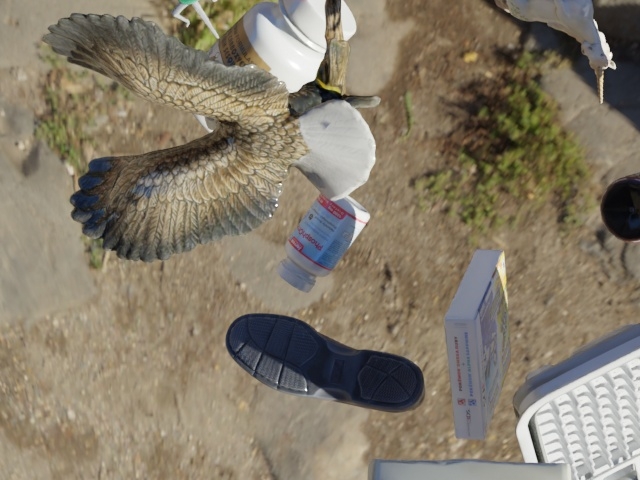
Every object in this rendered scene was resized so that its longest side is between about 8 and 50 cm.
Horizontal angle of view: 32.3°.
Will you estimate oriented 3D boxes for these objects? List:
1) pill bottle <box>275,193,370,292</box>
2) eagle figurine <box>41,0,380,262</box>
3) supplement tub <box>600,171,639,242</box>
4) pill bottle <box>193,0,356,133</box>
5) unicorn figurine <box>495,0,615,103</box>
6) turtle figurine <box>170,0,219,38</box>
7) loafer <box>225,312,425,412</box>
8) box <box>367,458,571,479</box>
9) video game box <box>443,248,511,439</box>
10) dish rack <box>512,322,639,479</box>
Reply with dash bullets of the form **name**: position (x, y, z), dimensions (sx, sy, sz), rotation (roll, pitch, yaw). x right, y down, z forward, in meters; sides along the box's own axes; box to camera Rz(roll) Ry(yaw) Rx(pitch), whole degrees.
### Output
- **pill bottle**: position (0.000, 0.000, 1.747), dimensions (0.087, 0.087, 0.160), rotation (36, 99, 7)
- **eagle figurine**: position (-0.106, -0.114, 1.109), dimensions (0.298, 0.225, 0.226), rotation (-11, 73, -22)
- **supplement tub**: position (0.527, -0.060, 1.736), dimensions (0.198, 0.106, 0.106), rotation (-14, 66, -48)
- **pill bottle**: position (-0.067, -0.242, 1.475), dimensions (0.131, 0.229, 0.131), rotation (35, 33, -27)
- **unicorn figurine**: position (0.210, -0.212, 1.000), dimensions (0.060, 0.111, 0.162), rotation (-39, 41, -2)
- **turtle figurine**: position (-0.057, -0.264, 0.791), dimensions (0.118, 0.234, 0.175), rotation (-3, 58, 1)
- **loafer**: position (0.007, 0.190, 1.600), dimensions (0.303, 0.095, 0.109), rotation (15, 71, 18)
- **box**: position (0.106, 0.286, 0.785), dimensions (0.149, 0.127, 0.232), rotation (-1, 55, 11)
- **video game box**: position (0.218, 0.139, 1.512), dimensions (0.048, 0.187, 0.205), rotation (4, 27, 19)
- **dish rack**: position (0.375, 0.214, 1.379), dimensions (0.286, 0.333, 0.072), rotation (-26, 48, -1)
